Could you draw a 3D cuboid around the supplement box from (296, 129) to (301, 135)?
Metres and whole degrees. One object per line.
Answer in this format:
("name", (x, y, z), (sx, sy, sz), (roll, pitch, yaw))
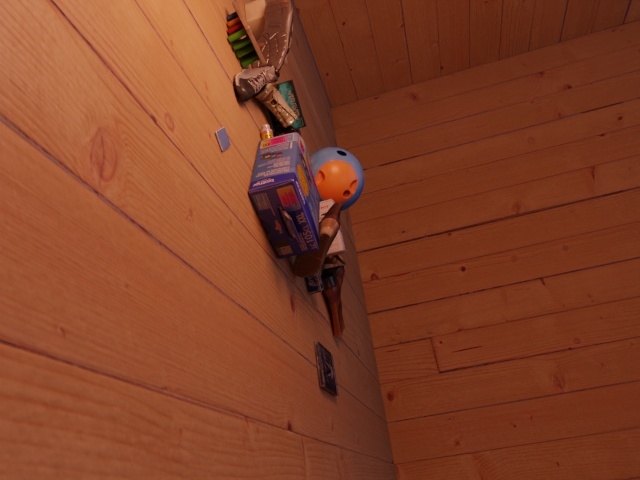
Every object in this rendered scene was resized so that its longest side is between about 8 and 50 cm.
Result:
("supplement box", (-0.145, -0.530, 2.070), (0.104, 0.081, 0.188), (48, 30, -71))

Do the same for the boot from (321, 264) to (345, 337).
("boot", (0.084, 0.266, 2.247), (0.264, 0.096, 0.280), (-58, 135, -76))

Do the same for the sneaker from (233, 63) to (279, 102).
("sneaker", (-0.200, -0.525, 1.614), (0.228, 0.132, 0.086), (-89, 163, -55))

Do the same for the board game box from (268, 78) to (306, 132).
("board game box", (-0.143, -0.520, 1.946), (0.026, 0.126, 0.186), (-78, 152, -68))

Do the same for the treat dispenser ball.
("treat dispenser ball", (0.050, -0.268, 2.206), (0.288, 0.288, 0.288), (-13, 90, -80))

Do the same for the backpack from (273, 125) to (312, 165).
("backpack", (-0.106, -0.347, 1.954), (0.182, 0.115, 0.152), (67, 11, -54))

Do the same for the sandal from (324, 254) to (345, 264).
("sandal", (0.044, 0.082, 2.346), (0.088, 0.079, 0.240), (54, -3, -25))

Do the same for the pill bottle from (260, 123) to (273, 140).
("pill bottle", (-0.185, -0.360, 1.731), (0.043, 0.043, 0.083), (38, 39, -74))

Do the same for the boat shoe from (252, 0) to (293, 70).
("boat shoe", (-0.164, -0.748, 1.905), (0.130, 0.132, 0.355), (50, 52, -70))

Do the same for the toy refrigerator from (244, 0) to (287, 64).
("toy refrigerator", (-0.218, -0.854, 2.063), (0.269, 0.094, 0.102), (56, 23, -62))

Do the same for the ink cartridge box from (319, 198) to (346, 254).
("ink cartridge box", (0.002, -0.042, 2.015), (0.092, 0.159, 0.218), (31, 46, -75))

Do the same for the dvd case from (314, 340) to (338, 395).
("dvd case", (0.022, 0.478, 1.842), (0.221, 0.018, 0.164), (57, 20, -60))

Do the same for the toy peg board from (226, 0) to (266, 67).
("toy peg board", (-0.267, -0.682, 1.674), (0.160, 0.079, 0.161), (64, 2, 31))

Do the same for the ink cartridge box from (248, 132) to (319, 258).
("ink cartridge box", (-0.105, -0.132, 1.589), (0.395, 0.151, 0.270), (-87, 161, -53))

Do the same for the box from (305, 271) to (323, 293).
("box", (-0.035, 0.116, 1.899), (0.059, 0.054, 0.169), (-21, 96, -80))

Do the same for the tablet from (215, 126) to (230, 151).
("tablet", (-0.258, -0.269, 1.317), (0.083, 0.006, 0.054), (-76, 151, -68))

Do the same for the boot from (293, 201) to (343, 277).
("boot", (0.000, 0.000, 1.745), (0.090, 0.248, 0.207), (32, 34, -5))

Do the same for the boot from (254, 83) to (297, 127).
("boot", (-0.159, -0.493, 1.824), (0.165, 0.077, 0.213), (51, 12, -12))
